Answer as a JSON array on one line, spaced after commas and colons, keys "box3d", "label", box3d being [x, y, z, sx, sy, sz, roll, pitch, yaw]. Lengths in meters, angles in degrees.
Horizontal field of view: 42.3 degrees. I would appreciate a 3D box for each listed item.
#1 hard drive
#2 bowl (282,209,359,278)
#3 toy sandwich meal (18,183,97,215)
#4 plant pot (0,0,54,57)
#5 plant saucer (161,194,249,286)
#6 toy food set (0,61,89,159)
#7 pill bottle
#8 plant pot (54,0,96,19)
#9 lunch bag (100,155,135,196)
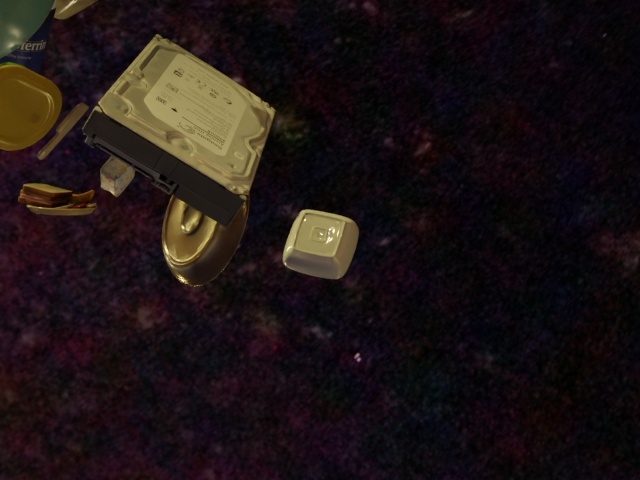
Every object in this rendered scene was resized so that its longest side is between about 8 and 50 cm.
[{"box3d": [-0.195, -0.179, 1.237, 0.237, 0.339, 0.064, 32, 119, -12], "label": "hard drive"}, {"box3d": [0.000, 0.000, 1.681, 0.142, 0.142, 0.053, 13, 153, 11], "label": "bowl"}, {"box3d": [-0.295, -0.047, 0.936, 0.085, 0.085, 0.029, 9, 100, 32], "label": "toy sandwich meal"}, {"box3d": [-0.611, -0.464, 1.366, 0.290, 0.290, 0.195, 26, 172, 21], "label": "plant pot"}, {"box3d": [-0.278, -0.049, 1.896, 0.050, 0.310, 0.310, 21, 149, -39], "label": "plant saucer"}, {"box3d": [-0.464, -0.206, 1.237, 0.071, 0.218, 0.128, 40, 94, 20], "label": "toy food set"}, {"box3d": [-0.601, -0.436, 1.605, 0.153, 0.153, 0.264, 32, 116, 16], "label": "pill bottle"}, {"box3d": [-0.540, -0.636, 1.837, 0.274, 0.256, 0.256, -43, 89, 21], "label": "plant pot"}, {"box3d": [-0.408, -0.143, 1.676, 0.053, 0.083, 0.071, 32, 150, 5], "label": "lunch bag"}]
